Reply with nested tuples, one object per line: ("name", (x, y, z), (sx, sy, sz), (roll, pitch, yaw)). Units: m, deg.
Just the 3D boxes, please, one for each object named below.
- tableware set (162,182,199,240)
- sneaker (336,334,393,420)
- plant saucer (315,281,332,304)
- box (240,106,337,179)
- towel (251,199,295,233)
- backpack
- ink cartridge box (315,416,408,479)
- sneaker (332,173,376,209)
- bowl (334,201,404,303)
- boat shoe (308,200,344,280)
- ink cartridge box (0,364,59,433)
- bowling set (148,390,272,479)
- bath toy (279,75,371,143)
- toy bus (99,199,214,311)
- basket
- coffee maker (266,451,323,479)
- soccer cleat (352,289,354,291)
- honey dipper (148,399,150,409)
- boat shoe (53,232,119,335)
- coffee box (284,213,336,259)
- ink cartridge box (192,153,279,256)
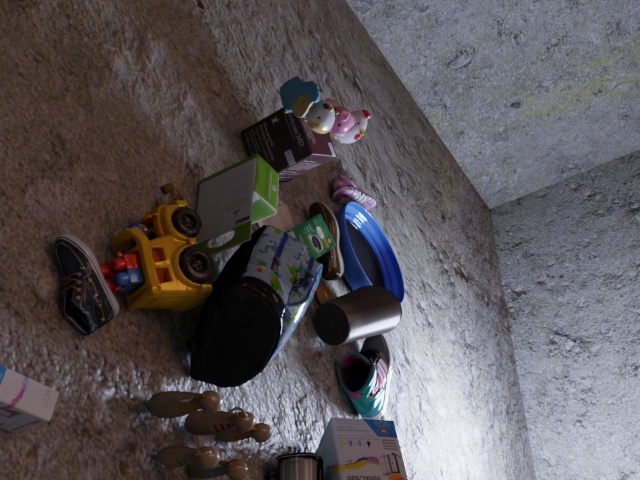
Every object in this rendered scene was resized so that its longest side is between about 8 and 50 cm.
("tableware set", (-0.328, -0.070, 1.446), (0.154, 0.024, 0.104), (64, 4, 33))
("sneaker", (0.128, 0.365, 1.875), (0.178, 0.124, 0.295), (57, 29, -39))
("plant saucer", (0.006, 0.167, 1.911), (0.083, 0.015, 0.083), (41, 37, -41))
("box", (-0.094, -0.286, 1.877), (0.167, 0.203, 0.168), (-9, 77, -62))
("towel", (-0.105, 0.024, 1.788), (0.187, 0.049, 0.282), (-19, 87, -62))
("backpack", (-0.134, 0.123, 1.423), (0.273, 0.290, 0.355), (19, 30, -16))
("ink cartridge box", (0.096, 0.565, 1.484), (0.171, 0.168, 0.233), (8, 37, -15))
("sneaker", (0.119, -0.176, 2.303), (0.236, 0.095, 0.104), (23, 42, -52))
("bowl", (0.159, 0.057, 2.169), (0.391, 0.077, 0.391), (47, 27, -33))
("boat shoe", (0.006, -0.003, 1.961), (0.095, 0.095, 0.257), (2, 68, -54))
("ink cartridge box", (-0.468, 0.233, 0.931), (0.122, 0.088, 0.052), (42, 36, -40))
("bowling set", (-0.200, 0.408, 1.188), (0.287, 0.154, 0.200), (42, 45, -51))
("bath toy", (0.034, -0.359, 1.799), (0.348, 0.129, 0.151), (12, 58, -58))
("toy bus", (-0.348, 0.034, 1.269), (0.211, 0.149, 0.220), (-1, 67, -44))
("basket", (0.096, 0.226, 1.871), (0.227, 0.204, 0.154), (-9, 94, -52))
("coffee maker", (-0.033, 0.583, 1.410), (0.171, 0.120, 0.178), (38, 39, -45))
("soccer cleat", (0.117, 0.155, 2.109), (0.035, 0.029, 0.083), (49, 28, -14))
("honey dipper", (-0.277, 0.332, 1.265), (0.160, 0.030, 0.030), (25, 49, -56))
("boat shoe", (-0.436, 0.078, 1.133), (0.183, 0.065, 0.083), (62, 26, -12))
("coffee box", (-0.030, -0.003, 1.831), (0.113, 0.040, 0.184), (63, 32, -4))
("ink cartridge box", (-0.205, -0.057, 1.520), (0.097, 0.189, 0.255), (40, 39, -44))
